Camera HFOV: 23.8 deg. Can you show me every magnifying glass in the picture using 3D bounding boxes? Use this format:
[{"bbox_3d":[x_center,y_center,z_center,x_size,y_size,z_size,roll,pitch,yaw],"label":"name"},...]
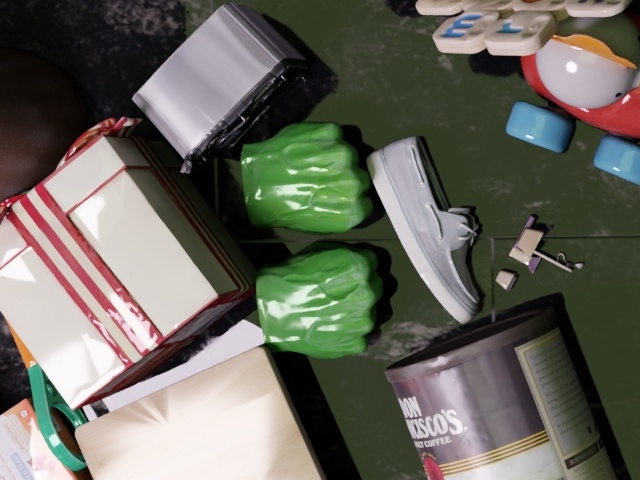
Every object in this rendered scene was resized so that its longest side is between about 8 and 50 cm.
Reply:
[{"bbox_3d":[-0.337,0.175,1.864,0.026,0.092,0.231,-32,76,14],"label":"magnifying glass"}]

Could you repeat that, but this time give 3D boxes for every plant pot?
[{"bbox_3d":[-0.417,-0.129,1.786,0.215,0.230,0.215,1,93,12],"label":"plant pot"}]

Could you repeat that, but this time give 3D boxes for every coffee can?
[{"bbox_3d":[0.213,0.235,1.685,0.201,0.201,0.275,-22,88,12],"label":"coffee can"}]

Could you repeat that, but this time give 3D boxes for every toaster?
[{"bbox_3d":[-0.113,-0.176,1.744,0.110,0.185,0.168,45,101,2],"label":"toaster"}]

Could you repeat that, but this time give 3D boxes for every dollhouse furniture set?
[{"bbox_3d":[0.252,0.031,1.714,0.081,0.114,0.091,28,96,5],"label":"dollhouse furniture set"}]

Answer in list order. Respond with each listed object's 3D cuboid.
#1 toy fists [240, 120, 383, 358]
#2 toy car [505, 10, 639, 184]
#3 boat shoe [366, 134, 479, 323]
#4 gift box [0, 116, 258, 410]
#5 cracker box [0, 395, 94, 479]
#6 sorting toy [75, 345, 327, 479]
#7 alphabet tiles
[{"bbox_3d":[0.000,0.000,1.776,0.142,0.096,0.279,-5,93,22],"label":"toy fists"},{"bbox_3d":[0.311,-0.188,1.626,0.210,0.238,0.219,22,97,10],"label":"toy car"},{"bbox_3d":[0.136,-0.017,1.752,0.081,0.079,0.228,-29,83,16],"label":"boat shoe"},{"bbox_3d":[-0.240,0.013,1.739,0.255,0.276,0.258,-38,83,6],"label":"gift box"},{"bbox_3d":[-0.402,0.317,1.886,0.232,0.067,0.156,-35,85,12],"label":"cracker box"},{"bbox_3d":[-0.121,0.286,1.815,0.257,0.089,0.256,-25,87,12],"label":"sorting toy"},{"bbox_3d":[0.247,-0.288,1.628,0.278,0.284,0.021,9,138,45],"label":"alphabet tiles"}]
